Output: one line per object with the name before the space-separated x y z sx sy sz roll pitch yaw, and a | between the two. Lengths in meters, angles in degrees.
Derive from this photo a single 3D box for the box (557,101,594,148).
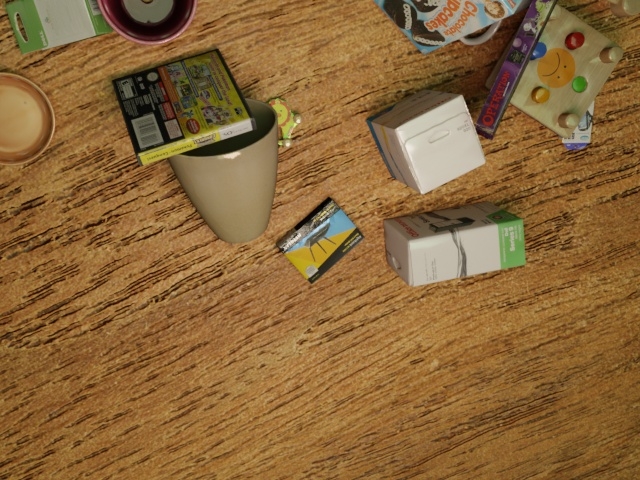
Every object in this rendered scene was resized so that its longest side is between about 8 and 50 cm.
box | 0.657 -0.304 1.860 0.081 0.028 0.136 -2 107 -12

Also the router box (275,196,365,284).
router box | 0.000 0.000 1.784 0.179 0.046 0.133 -42 110 1

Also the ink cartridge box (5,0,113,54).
ink cartridge box | -0.546 -0.464 1.508 0.209 0.062 0.109 -6 110 26

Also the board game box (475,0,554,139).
board game box | 0.430 -0.393 1.569 0.056 0.208 0.347 26 97 15

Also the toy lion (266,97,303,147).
toy lion | -0.097 -0.279 1.698 0.096 0.034 0.100 23 99 -10

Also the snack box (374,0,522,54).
snack box | 0.266 -0.525 1.560 0.187 0.322 0.060 42 72 -19

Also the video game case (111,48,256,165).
video game case | -0.294 -0.289 1.530 0.248 0.275 0.035 -20 140 -10

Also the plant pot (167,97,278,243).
plant pot | -0.201 -0.139 1.615 0.256 0.256 0.274 -15 129 -8

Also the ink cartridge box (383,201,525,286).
ink cartridge box | 0.321 0.004 1.769 0.289 0.211 0.122 -11 107 -10

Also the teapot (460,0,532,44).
teapot | 0.353 -0.591 1.612 0.187 0.252 0.256 -28 93 2

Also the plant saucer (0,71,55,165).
plant saucer | -0.678 -0.264 1.568 0.200 0.037 0.200 -3 105 -12

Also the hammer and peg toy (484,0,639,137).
hammer and peg toy | 0.584 -0.465 1.737 0.266 0.127 0.361 29 97 -9

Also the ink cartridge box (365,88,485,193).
ink cartridge box | 0.240 -0.234 1.676 0.171 0.233 0.168 -27 109 -4

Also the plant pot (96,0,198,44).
plant pot | -0.357 -0.507 1.498 0.201 0.180 0.201 -3 105 -11
